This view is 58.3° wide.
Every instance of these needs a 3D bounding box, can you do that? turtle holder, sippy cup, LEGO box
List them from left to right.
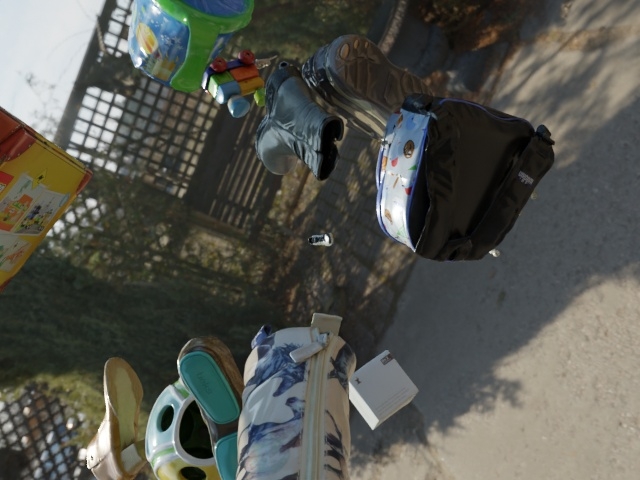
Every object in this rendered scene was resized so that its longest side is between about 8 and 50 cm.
[{"bbox_3d":[-0.688,-0.080,1.125,0.372,0.193,0.500,-55,7,-8],"label":"LEGO box"},{"bbox_3d":[-0.288,-0.450,1.186,0.224,0.240,0.305,-46,11,43],"label":"sippy cup"},{"bbox_3d":[-0.258,0.420,1.180,0.320,0.243,0.227,-52,-3,-24],"label":"turtle holder"}]

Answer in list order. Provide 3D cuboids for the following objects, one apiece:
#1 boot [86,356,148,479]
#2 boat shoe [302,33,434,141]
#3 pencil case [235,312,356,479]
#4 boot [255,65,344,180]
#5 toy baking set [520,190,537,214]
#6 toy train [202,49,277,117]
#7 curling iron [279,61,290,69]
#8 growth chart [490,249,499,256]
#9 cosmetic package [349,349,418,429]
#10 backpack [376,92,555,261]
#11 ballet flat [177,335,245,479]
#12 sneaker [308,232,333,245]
[{"bbox_3d":[-0.538,0.473,1.467,0.211,0.104,0.295,-38,65,27],"label":"boot"},{"bbox_3d":[0.107,-0.265,1.092,0.130,0.355,0.132,9,73,45],"label":"boat shoe"},{"bbox_3d":[-0.029,0.270,0.670,0.410,0.160,0.183,-90,8,-60],"label":"pencil case"},{"bbox_3d":[-0.037,-0.155,0.972,0.161,0.083,0.246,56,156,24],"label":"boot"},{"bbox_3d":[0.493,-0.184,1.634,0.030,0.197,0.256,29,-135,-77],"label":"toy baking set"},{"bbox_3d":[-0.171,-0.413,1.500,0.143,0.248,0.105,53,146,14],"label":"toy train"},{"bbox_3d":[-0.032,-0.232,1.060,0.274,0.068,0.035,63,-165,-59],"label":"curling iron"},{"bbox_3d":[0.305,-0.015,1.346,0.172,0.237,0.021,-123,54,-69],"label":"growth chart"},{"bbox_3d":[0.177,0.448,1.711,0.151,0.151,0.183,-33,-21,-15],"label":"cosmetic package"},{"bbox_3d":[0.214,-0.100,0.984,0.213,0.277,0.263,-153,74,-65],"label":"backpack"},{"bbox_3d":[-0.155,0.321,1.043,0.116,0.342,0.124,-22,10,10],"label":"ballet flat"},{"bbox_3d":[0.000,0.000,1.380,0.083,0.037,0.031,-14,83,60],"label":"sneaker"}]
